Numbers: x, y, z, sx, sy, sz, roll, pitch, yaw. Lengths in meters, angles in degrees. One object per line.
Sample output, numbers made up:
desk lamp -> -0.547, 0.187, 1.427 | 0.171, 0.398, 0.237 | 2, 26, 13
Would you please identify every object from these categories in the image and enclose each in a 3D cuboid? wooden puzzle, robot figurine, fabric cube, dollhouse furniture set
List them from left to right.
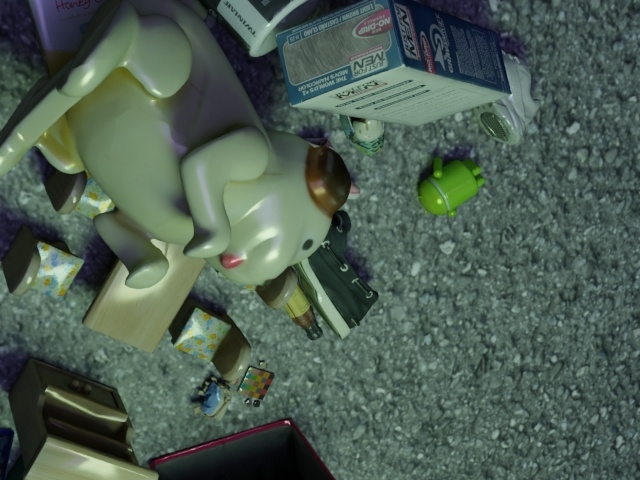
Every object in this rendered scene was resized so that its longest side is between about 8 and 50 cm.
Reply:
dollhouse furniture set -> -0.266, 0.134, 1.460 | 0.362, 0.256, 0.394 | 27, 97, -29
fabric cube -> -0.108, 0.486, 1.667 | 0.259, 0.254, 0.258 | -14, 116, -19
wooden puzzle -> -0.107, 0.236, 1.711 | 0.049, 0.006, 0.083 | 22, 100, -28
robot figurine -> 0.209, -0.086, 1.686 | 0.115, 0.067, 0.101 | -33, 131, -8

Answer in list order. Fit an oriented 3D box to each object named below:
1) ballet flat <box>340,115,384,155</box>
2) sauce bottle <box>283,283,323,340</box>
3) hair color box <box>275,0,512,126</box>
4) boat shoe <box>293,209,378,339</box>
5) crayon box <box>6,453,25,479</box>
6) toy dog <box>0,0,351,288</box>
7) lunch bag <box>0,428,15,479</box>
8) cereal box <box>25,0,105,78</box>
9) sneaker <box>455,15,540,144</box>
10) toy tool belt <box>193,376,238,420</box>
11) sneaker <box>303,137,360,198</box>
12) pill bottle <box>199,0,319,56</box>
ballet flat -> 0.061, -0.206, 1.580 | 0.070, 0.070, 0.188 | -28, 118, -11
sauce bottle -> -0.036, 0.108, 1.672 | 0.042, 0.042, 0.128 | -34, 121, -8
hair color box -> 0.112, -0.240, 1.427 | 0.347, 0.174, 0.105 | -2, 79, -58
boat shoe -> 0.002, 0.002, 1.599 | 0.113, 0.127, 0.340 | -34, 120, -10
crayon box -> -0.449, 0.504, 1.626 | 0.202, 0.081, 0.318 | 28, 97, -30
toy dog -> -0.165, -0.106, 1.334 | 0.408, 0.395, 0.284 | 41, 124, -21
lunch bag -> -0.516, 0.409, 1.438 | 0.138, 0.293, 0.221 | 23, 100, -28
cereal box -> -0.309, -0.348, 1.376 | 0.173, 0.047, 0.240 | -20, 116, -17
sneaker -> 0.272, -0.270, 1.644 | 0.115, 0.090, 0.232 | -47, 121, -21
toy tool belt -> -0.169, 0.246, 1.663 | 0.051, 0.052, 0.083 | 18, 101, -36
sneaker -> 0.016, -0.115, 1.602 | 0.134, 0.051, 0.070 | 23, 105, -24
pill bottle -> -0.125, -0.370, 1.358 | 0.130, 0.130, 0.245 | -42, 87, -3
